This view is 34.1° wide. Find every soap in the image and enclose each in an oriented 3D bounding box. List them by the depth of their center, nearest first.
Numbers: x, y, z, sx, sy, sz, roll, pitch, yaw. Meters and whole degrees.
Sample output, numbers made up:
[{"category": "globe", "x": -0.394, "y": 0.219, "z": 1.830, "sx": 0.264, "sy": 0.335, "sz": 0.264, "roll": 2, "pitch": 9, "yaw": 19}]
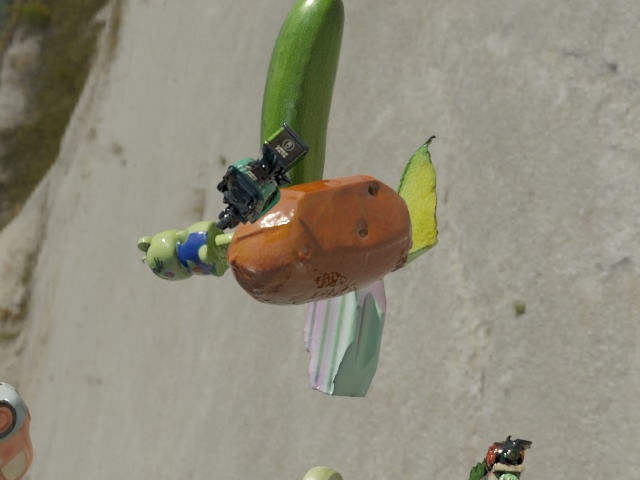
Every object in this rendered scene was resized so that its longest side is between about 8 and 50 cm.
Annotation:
[{"category": "soap", "x": 0.056, "y": 0.192, "z": 2.411, "sx": 0.193, "sy": 0.109, "sz": 0.323, "roll": 8, "pitch": 88, "yaw": 55}]

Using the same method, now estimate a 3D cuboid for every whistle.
[{"category": "whistle", "x": -0.197, "y": 0.019, "z": 1.718, "sx": 0.105, "sy": 0.227, "sz": 0.085, "roll": 58, "pitch": -148, "yaw": -44}]

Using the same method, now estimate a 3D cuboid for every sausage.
[{"category": "sausage", "x": 0.001, "y": 0.000, "z": 1.352, "sx": 0.141, "sy": 0.268, "sz": 0.153, "roll": -32, "pitch": 76, "yaw": 47}]

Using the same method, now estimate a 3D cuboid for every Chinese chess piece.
[{"category": "Chinese chess piece", "x": 0.002, "y": 0.554, "z": 2.218, "sx": 0.144, "sy": 0.058, "sz": 0.144, "roll": 6, "pitch": -90, "yaw": -65}]

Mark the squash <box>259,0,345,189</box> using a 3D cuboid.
[{"category": "squash", "x": -0.036, "y": -0.186, "z": 1.569, "sx": 0.107, "sy": 0.107, "sz": 0.395, "roll": -139, "pitch": 55, "yaw": -68}]

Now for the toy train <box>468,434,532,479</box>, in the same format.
[{"category": "toy train", "x": 0.237, "y": 0.323, "z": 1.399, "sx": 0.249, "sy": 0.053, "sz": 0.085, "roll": 92, "pitch": -175, "yaw": -67}]

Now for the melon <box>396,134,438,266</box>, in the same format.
[{"category": "melon", "x": 0.190, "y": -0.078, "z": 2.024, "sx": 0.114, "sy": 0.053, "sz": 0.261, "roll": 4, "pitch": 84, "yaw": 44}]

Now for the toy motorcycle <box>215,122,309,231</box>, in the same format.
[{"category": "toy motorcycle", "x": -0.070, "y": -0.060, "z": 1.151, "sx": 0.058, "sy": 0.100, "sz": 0.173, "roll": 47, "pitch": 161, "yaw": 3}]

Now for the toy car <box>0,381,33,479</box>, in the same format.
[{"category": "toy car", "x": -0.636, "y": 0.392, "z": 1.874, "sx": 0.181, "sy": 0.270, "sz": 0.212, "roll": 11, "pitch": 132, "yaw": 42}]
